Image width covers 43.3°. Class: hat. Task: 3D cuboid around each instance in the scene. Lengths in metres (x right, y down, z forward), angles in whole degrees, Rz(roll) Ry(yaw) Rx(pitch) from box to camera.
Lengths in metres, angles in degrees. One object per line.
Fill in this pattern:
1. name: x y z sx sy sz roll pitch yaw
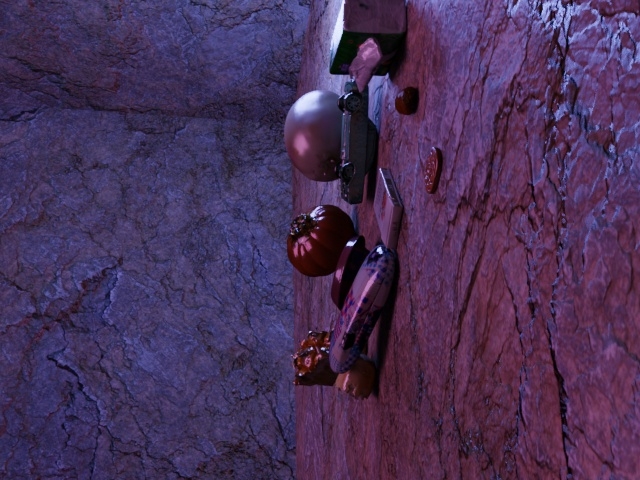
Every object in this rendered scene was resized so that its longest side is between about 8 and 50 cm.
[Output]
1. hat: 0.091 0.084 1.978 0.205 0.089 0.206 18 -90 -78

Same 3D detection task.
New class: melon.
1. melon: 0.006 -0.300 2.315 0.317 0.223 0.223 -101 16 -50

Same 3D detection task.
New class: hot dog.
1. hot dog: 0.181 -0.296 1.708 0.083 0.035 0.058 -162 75 -82

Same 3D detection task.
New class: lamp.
1. lamp: 0.000 0.000 2.351 0.223 0.196 0.223 -34 37 30

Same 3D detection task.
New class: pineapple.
1. pineapple: 0.038 0.318 2.148 0.186 0.236 0.115 47 -146 -40

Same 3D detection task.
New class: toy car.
1. toy car: 0.093 -0.258 2.115 0.141 0.097 0.321 -127 39 -79

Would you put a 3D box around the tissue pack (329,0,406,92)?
1. tissue pack: 0.108 -0.455 1.895 0.209 0.147 0.156 119 153 -72

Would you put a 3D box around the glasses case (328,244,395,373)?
1. glasses case: 0.093 0.162 1.866 0.125 0.076 0.328 -91 22 -64

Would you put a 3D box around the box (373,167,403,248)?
1. box: 0.153 -0.078 1.861 0.198 0.029 0.109 -99 14 -59

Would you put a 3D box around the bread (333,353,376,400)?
1. bread: 0.090 0.330 1.966 0.106 0.082 0.125 -62 7 -3

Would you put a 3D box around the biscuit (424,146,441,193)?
1. biscuit: 0.209 -0.134 1.519 0.078 0.015 0.091 -98 13 -53
